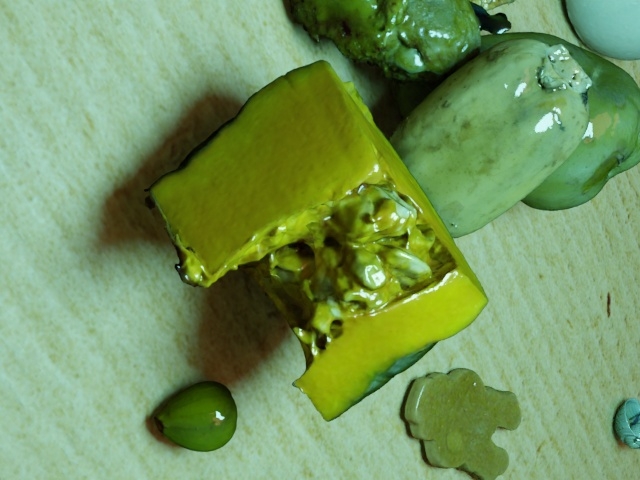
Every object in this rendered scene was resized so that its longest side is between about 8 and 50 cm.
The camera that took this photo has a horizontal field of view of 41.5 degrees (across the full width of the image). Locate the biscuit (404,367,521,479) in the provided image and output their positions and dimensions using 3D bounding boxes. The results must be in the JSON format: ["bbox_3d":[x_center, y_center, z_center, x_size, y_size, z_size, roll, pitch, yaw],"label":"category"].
[{"bbox_3d":[0.201,0.257,1.196,0.236,0.040,0.144,30,67,-35],"label":"biscuit"}]

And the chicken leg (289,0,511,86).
[{"bbox_3d":[0.046,-0.332,0.984,0.211,0.140,0.361,-37,93,-18],"label":"chicken leg"}]

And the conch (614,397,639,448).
[{"bbox_3d":[0.541,0.321,1.469,0.076,0.057,0.085,38,38,-17],"label":"conch"}]

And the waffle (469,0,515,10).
[{"bbox_3d":[0.224,-0.368,1.171,0.148,0.042,0.102,-27,111,-35],"label":"waffle"}]

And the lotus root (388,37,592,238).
[{"bbox_3d":[0.173,-0.106,0.956,0.146,0.284,0.160,13,43,-52],"label":"lotus root"}]

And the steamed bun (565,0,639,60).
[{"bbox_3d":[0.510,-0.428,1.317,0.283,0.177,0.282,-3,95,-40],"label":"steamed bun"}]

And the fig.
[{"bbox_3d":[-0.131,0.188,0.894,0.088,0.074,0.074,-8,98,-21],"label":"fig"}]

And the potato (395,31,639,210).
[{"bbox_3d":[0.265,-0.163,1.108,0.351,0.202,0.218,16,108,-14],"label":"potato"}]

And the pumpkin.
[{"bbox_3d":[0.000,0.000,0.844,0.225,0.256,0.303,-33,115,8],"label":"pumpkin"}]
